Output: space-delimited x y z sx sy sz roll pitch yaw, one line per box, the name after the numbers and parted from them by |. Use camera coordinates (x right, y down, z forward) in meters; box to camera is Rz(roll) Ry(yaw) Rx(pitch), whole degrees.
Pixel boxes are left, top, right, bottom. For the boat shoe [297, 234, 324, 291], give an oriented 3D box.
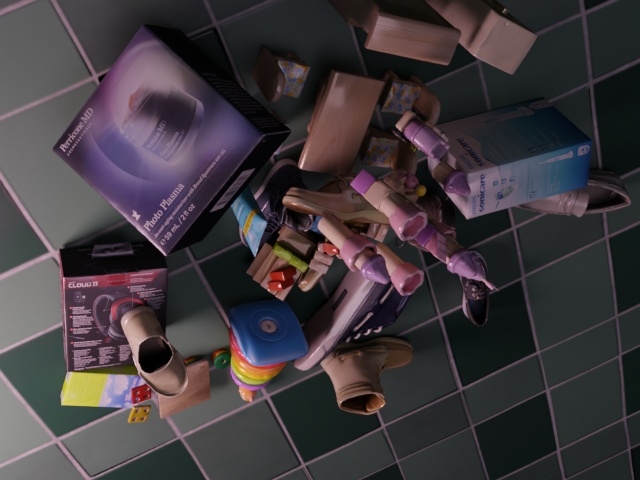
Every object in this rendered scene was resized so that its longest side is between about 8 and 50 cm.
-0.010 0.027 2.043 0.072 0.068 0.190 28 99 -20 | boat shoe

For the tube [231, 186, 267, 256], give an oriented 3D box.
-0.149 -0.056 1.825 0.052 0.207 0.080 3 122 -24 | tube

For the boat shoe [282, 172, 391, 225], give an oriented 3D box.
0.046 -0.091 1.795 0.302 0.109 0.098 6 96 -44 | boat shoe

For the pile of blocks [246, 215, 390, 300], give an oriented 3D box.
0.000 0.000 1.949 0.362 0.112 0.149 -32 101 2 | pile of blocks

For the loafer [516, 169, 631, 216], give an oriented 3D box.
0.610 -0.113 2.149 0.319 0.111 0.112 -6 126 -18 | loafer

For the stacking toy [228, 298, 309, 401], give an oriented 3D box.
-0.157 0.295 2.137 0.165 0.175 0.302 -9 142 -26 | stacking toy

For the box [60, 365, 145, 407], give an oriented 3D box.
-0.510 0.342 2.079 0.178 0.042 0.109 8 122 -27 | box

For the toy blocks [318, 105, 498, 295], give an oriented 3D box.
0.215 -0.027 1.696 0.309 0.260 0.288 -51 146 8 | toy blocks

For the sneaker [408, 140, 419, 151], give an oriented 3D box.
0.198 -0.225 1.955 0.035 0.031 0.083 -31 130 3 | sneaker

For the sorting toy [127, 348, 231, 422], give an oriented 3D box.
-0.346 0.352 2.137 0.274 0.046 0.132 -19 131 -26 | sorting toy

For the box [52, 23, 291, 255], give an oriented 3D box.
-0.271 -0.183 1.612 0.294 0.182 0.296 42 106 5 | box

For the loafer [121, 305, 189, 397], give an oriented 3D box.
-0.355 0.260 1.907 0.101 0.092 0.269 -25 131 -6 | loafer

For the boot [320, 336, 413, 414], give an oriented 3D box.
0.140 0.342 2.234 0.261 0.203 0.095 2 124 -21 | boot

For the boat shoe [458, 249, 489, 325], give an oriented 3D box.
0.400 0.129 2.266 0.080 0.076 0.229 -15 129 -11 | boat shoe

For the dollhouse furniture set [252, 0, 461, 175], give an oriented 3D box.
0.078 -0.287 1.716 0.361 0.256 0.394 6 122 -25 | dollhouse furniture set

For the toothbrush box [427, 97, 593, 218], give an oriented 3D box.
0.411 -0.186 1.950 0.295 0.216 0.126 -15 128 -12 | toothbrush box

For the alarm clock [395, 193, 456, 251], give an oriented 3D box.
0.236 -0.035 2.057 0.064 0.129 0.192 20 142 -30 | alarm clock

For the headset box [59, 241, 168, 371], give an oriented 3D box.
-0.446 0.130 1.905 0.218 0.110 0.293 -5 127 -19 | headset box

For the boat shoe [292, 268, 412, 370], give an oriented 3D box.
0.082 0.204 2.158 0.158 0.127 0.341 28 110 -27 | boat shoe

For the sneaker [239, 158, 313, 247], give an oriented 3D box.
-0.096 -0.042 1.888 0.086 0.163 0.226 12 120 -31 | sneaker

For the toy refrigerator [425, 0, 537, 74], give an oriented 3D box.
0.296 -0.428 1.690 0.102 0.270 0.094 17 116 -30 | toy refrigerator
